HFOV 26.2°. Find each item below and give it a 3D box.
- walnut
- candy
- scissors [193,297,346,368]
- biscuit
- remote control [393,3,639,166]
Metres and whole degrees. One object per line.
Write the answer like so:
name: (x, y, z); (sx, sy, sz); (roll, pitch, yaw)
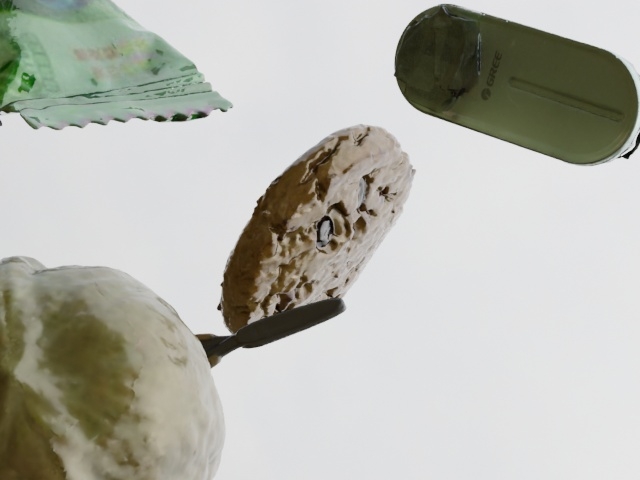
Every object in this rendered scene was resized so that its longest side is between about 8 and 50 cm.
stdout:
walnut: (-0.178, 0.140, 0.964); (0.283, 0.227, 0.283); (160, -90, -87)
candy: (-0.311, -0.223, 1.536); (0.398, 0.262, 0.172); (35, -45, 38)
scissors: (-0.079, 0.100, 1.399); (0.017, 0.220, 0.088); (67, 4, -55)
biscuit: (0.001, 0.001, 1.553); (0.075, 0.296, 0.296); (38, -40, 24)
remote control: (0.174, -0.138, 1.214); (0.247, 0.052, 0.104); (24, -76, 32)
